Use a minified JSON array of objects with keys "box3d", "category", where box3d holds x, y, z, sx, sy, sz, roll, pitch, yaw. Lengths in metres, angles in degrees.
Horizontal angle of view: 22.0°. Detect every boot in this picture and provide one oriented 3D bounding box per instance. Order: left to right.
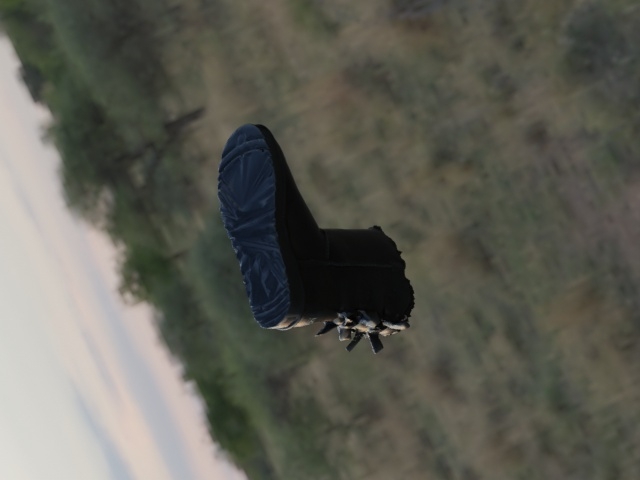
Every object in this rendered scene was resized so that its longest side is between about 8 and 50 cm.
[{"box3d":[0.000,-0.001,0.884,0.099,0.045,0.121,6,-117,-45],"category":"boot"}]
